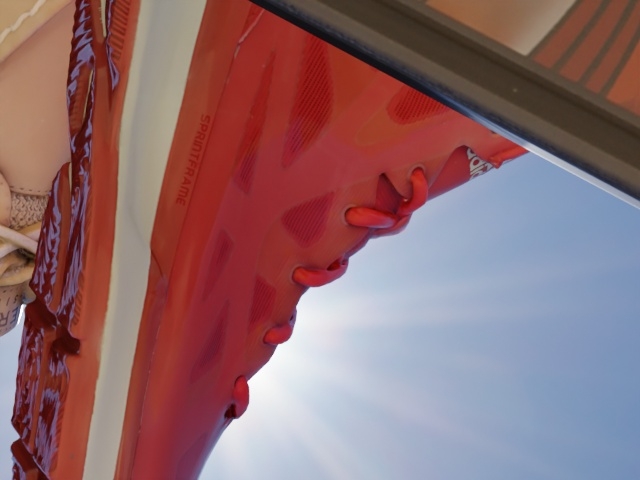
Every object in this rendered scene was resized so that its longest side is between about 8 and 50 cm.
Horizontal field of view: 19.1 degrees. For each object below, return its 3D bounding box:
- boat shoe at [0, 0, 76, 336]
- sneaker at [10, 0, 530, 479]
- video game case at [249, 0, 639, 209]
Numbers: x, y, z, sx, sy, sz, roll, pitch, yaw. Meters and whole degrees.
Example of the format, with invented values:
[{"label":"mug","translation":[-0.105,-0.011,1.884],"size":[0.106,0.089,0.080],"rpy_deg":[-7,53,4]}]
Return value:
[{"label":"boat shoe","translation":[-0.118,-0.010,0.626],"size":[0.302,0.109,0.098],"rpy_deg":[-41,-116,29]},{"label":"sneaker","translation":[0.000,0.000,0.459],"size":[0.087,0.128,0.221],"rpy_deg":[-149,-112,-72]},{"label":"video game case","translation":[0.076,-0.138,0.350],"size":[0.275,0.035,0.248],"rpy_deg":[28,-87,1]}]
